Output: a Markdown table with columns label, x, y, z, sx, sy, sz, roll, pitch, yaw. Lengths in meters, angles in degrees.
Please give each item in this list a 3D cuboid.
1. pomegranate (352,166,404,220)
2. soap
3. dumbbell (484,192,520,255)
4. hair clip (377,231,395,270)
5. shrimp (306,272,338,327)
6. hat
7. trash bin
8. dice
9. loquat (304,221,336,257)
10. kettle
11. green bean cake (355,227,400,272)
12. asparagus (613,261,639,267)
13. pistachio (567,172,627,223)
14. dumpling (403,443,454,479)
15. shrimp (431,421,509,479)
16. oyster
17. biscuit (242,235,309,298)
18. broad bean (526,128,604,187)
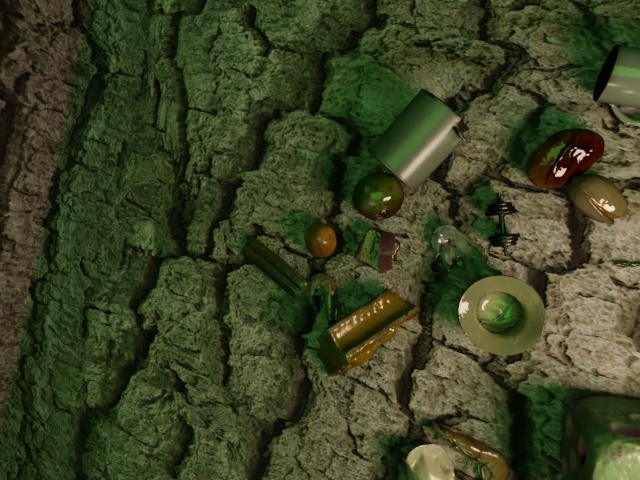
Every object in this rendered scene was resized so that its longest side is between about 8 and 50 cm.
| label | x | y | z | sx | sy | sz | roll | pitch | yaw |
| --- | --- | --- | --- | --- | --- | --- | --- | --- | --- |
| pomegranate | 0.200 | -0.175 | 1.511 | 0.180 | 0.180 | 0.209 | -16 | 56 | 18 |
| soap | 0.166 | 0.340 | 1.583 | 0.339 | 0.304 | 0.169 | -28 | 72 | -23 |
| dumbbell | 0.595 | -0.053 | 1.404 | 0.099 | 0.099 | 0.208 | -7 | 89 | 19 |
| hair clip | 0.231 | 0.037 | 1.507 | 0.054 | 0.022 | 0.137 | 6 | 93 | 21 |
| shrimp | 0.007 | 0.233 | 1.631 | 0.126 | 0.048 | 0.223 | -11 | 80 | 26 |
| hat | 0.581 | 0.232 | 1.393 | 0.258 | 0.130 | 0.256 | 1 | 92 | 19 |
| trash bin | 0.322 | -0.328 | 1.431 | 0.262 | 0.217 | 0.277 | -48 | 43 | 13 |
| dice | 0.878 | 0.640 | 1.196 | 0.323 | 0.330 | 0.317 | 5 | 97 | 18 |
| loquat | 0.000 | 0.000 | 1.602 | 0.137 | 0.113 | 0.137 | 19 | 118 | 41 |
| kettle | 0.954 | -0.443 | 1.264 | 0.237 | 0.161 | 0.221 | 16 | 123 | 16 |
| green bean cake | 0.208 | 0.036 | 1.556 | 0.136 | 0.056 | 0.135 | 30 | 98 | 16 |
| asparagus | 1.020 | 0.068 | 1.303 | 0.233 | 0.022 | 0.023 | -5 | 133 | 16 |
| pistachio | 0.841 | -0.128 | 1.308 | 0.185 | 0.124 | 0.124 | 44 | 103 | 11 |
| dumpling | 0.387 | 0.806 | 1.480 | 0.167 | 0.126 | 0.215 | -28 | 71 | -10 |
| shrimp | 0.492 | 0.743 | 1.470 | 0.296 | 0.058 | 0.168 | 29 | 101 | 12 |
| oyster | 0.495 | 0.051 | 1.444 | 0.252 | 0.087 | 0.199 | 7 | 102 | 26 |
| biscuit | -0.183 | 0.109 | 1.694 | 0.323 | 0.038 | 0.099 | 39 | 106 | 18 |
| broad bean | 0.757 | -0.256 | 1.339 | 0.229 | 0.122 | 0.156 | -37 | 109 | 21 |
